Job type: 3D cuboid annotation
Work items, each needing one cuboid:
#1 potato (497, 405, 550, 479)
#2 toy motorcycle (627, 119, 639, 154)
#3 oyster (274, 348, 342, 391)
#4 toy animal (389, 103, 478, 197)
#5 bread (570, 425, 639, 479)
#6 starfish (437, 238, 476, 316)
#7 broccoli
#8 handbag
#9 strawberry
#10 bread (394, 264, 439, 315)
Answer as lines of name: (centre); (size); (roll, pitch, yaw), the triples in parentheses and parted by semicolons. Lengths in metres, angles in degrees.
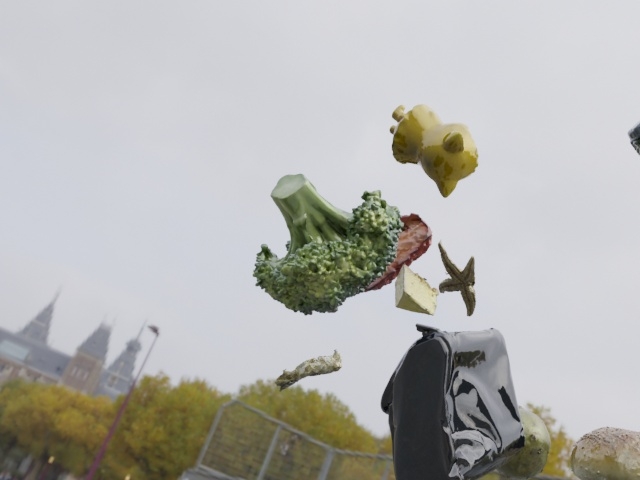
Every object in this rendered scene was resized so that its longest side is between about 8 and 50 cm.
potato: (0.546, 0.568, 2.202); (0.307, 0.173, 0.210); (-142, -145, -67)
toy motorcycle: (0.803, -0.297, 1.699); (0.187, 0.275, 0.125); (47, -3, 6)
oyster: (-0.039, 0.378, 2.150); (0.200, 0.061, 0.106); (-35, -29, 16)
toy animal: (0.233, -0.208, 1.623); (0.230, 0.156, 0.156); (42, -6, 42)
bread: (0.763, 0.543, 1.849); (0.306, 0.158, 0.305); (13, -9, 2)
starfish: (0.408, 0.125, 2.287); (0.138, 0.050, 0.247); (26, -44, 36)
broccoli: (0.013, 0.015, 1.385); (0.235, 0.288, 0.260); (45, -9, 32)
handbag: (0.221, 0.284, 1.341); (0.178, 0.274, 0.302); (-17, -12, 33)
strawberry: (0.172, 0.016, 2.159); (0.253, 0.280, 0.150); (54, 6, 34)
bread: (0.222, 0.116, 1.683); (0.109, 0.084, 0.080); (13, -36, -6)
